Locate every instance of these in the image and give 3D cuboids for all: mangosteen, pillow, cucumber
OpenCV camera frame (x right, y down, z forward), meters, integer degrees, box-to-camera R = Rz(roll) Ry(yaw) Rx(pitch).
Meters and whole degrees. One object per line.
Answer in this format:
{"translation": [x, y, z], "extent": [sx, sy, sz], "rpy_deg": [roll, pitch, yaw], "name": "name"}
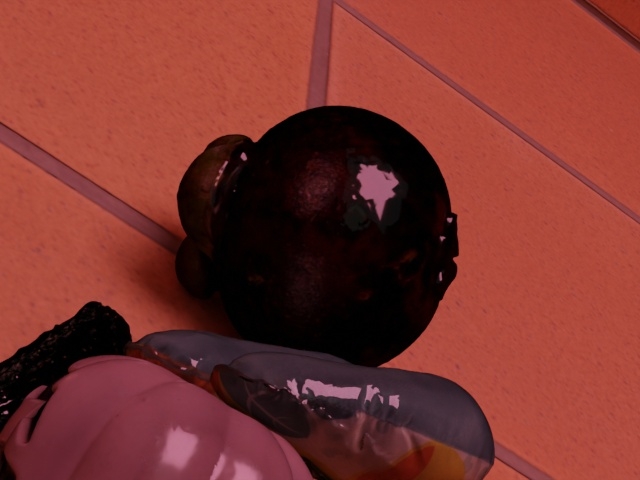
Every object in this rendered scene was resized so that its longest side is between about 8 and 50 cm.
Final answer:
{"translation": [0.000, 0.000, 1.153], "extent": [0.210, 0.210, 0.210], "rpy_deg": [33, 27, -19], "name": "mangosteen"}
{"translation": [-0.007, 0.101, 0.965], "extent": [0.214, 0.086, 0.233], "rpy_deg": [26, -9, -32], "name": "pillow"}
{"translation": [-0.164, 0.081, 0.949], "extent": [0.053, 0.053, 0.181], "rpy_deg": [44, 27, 5], "name": "cucumber"}

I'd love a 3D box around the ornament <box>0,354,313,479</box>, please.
{"translation": [-0.093, 0.150, 0.812], "extent": [0.177, 0.177, 0.177], "rpy_deg": [33, 27, -19], "name": "ornament"}
